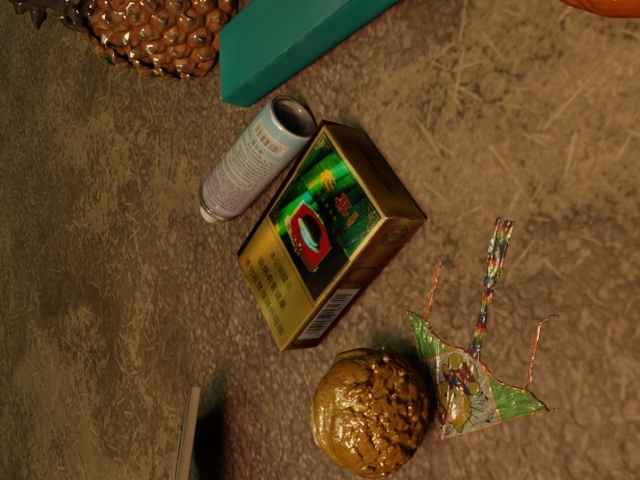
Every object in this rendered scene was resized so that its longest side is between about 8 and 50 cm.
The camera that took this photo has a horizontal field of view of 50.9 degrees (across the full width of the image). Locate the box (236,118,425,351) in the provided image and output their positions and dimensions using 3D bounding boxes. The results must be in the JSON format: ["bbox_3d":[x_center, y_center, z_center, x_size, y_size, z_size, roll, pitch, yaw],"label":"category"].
[{"bbox_3d":[0.000,0.000,0.806,0.240,0.071,0.159,-54,49,33],"label":"box"}]

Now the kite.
[{"bbox_3d":[0.158,0.098,0.672,0.198,0.006,0.244,29,111,45],"label":"kite"}]

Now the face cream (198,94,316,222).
[{"bbox_3d":[-0.099,-0.099,0.917,0.229,0.075,0.075,-41,60,40],"label":"face cream"}]

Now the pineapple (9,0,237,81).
[{"bbox_3d":[-0.305,-0.349,0.946,0.223,0.357,0.223,2,92,46],"label":"pineapple"}]

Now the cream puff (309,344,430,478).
[{"bbox_3d":[0.058,0.173,0.688,0.103,0.144,0.126,-17,98,34],"label":"cream puff"}]

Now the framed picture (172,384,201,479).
[{"bbox_3d":[-0.203,0.375,0.935,0.211,0.020,0.289,116,160,-56],"label":"framed picture"}]

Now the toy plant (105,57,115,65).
[{"bbox_3d":[-0.356,-0.433,1.190,0.243,0.112,0.232,40,124,48],"label":"toy plant"}]

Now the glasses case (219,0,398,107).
[{"bbox_3d":[-0.023,-0.278,0.845,0.301,0.070,0.117,-21,67,48],"label":"glasses case"}]

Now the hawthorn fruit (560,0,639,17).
[{"bbox_3d":[0.219,-0.245,0.486,0.173,0.179,0.173,16,119,29],"label":"hawthorn fruit"}]
